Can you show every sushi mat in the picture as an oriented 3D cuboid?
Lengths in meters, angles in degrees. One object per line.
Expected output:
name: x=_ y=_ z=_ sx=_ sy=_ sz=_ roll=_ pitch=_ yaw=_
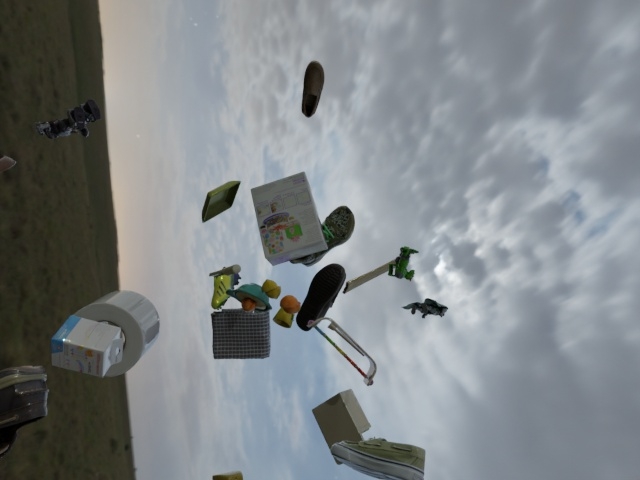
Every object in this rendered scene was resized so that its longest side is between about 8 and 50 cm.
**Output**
sushi mat: x=0.241 y=0.145 z=2.016 sx=0.019 sy=0.316 sz=0.151 roll=59 pitch=-19 yaw=19

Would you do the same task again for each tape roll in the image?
tape roll: x=-0.673 y=0.300 z=1.500 sx=0.169 sy=0.246 sz=0.246 roll=-94 pitch=-178 yaw=-83

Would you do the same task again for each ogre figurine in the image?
ogre figurine: x=0.306 y=0.086 z=1.692 sx=0.197 sy=0.097 sz=0.118 roll=-176 pitch=-76 yaw=-81

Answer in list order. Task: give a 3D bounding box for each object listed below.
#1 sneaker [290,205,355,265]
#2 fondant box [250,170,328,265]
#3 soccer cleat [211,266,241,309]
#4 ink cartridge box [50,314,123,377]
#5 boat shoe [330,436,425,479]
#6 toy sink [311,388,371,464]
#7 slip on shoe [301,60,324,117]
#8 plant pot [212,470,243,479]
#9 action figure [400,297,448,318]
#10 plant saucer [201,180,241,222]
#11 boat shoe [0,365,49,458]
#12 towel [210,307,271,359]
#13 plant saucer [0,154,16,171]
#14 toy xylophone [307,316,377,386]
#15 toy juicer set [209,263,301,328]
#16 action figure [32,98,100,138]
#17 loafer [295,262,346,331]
sneaker: x=0.000 y=0.000 z=2.137 sx=0.158 sy=0.182 sz=0.410 roll=50 pitch=-60 yaw=11
fondant box: x=-0.129 y=-0.090 z=1.839 sx=0.096 sy=0.238 sz=0.330 roll=64 pitch=10 yaw=-63
soccer cleat: x=-0.468 y=0.222 z=2.150 sx=0.093 sy=0.121 sz=0.289 roll=-49 pitch=-170 yaw=26
ink cartridge box: x=-0.561 y=0.260 z=1.116 sx=0.090 sy=0.143 sz=0.092 roll=-81 pitch=-172 yaw=-60
boat shoe: x=0.159 y=0.592 z=1.254 sx=0.302 sy=0.109 sz=0.094 roll=-7 pitch=-136 yaw=43
toy sink: x=0.100 y=0.745 z=1.841 sx=0.153 sy=0.131 sz=0.234 roll=-38 pitch=-115 yaw=18
slip on shoe: x=-0.021 y=-0.369 z=1.124 sx=0.041 sy=0.051 sz=0.135 roll=-90 pitch=-166 yaw=-57
plant pot: x=-0.276 y=0.757 z=1.410 sx=0.083 sy=0.081 sz=0.081 roll=-40 pitch=-126 yaw=43
action figure: x=0.416 y=0.260 z=1.712 sx=0.137 sy=0.232 sz=0.063 roll=-12 pitch=-108 yaw=35
plant saucer: x=-0.459 y=-0.186 z=2.062 sx=0.045 sy=0.188 sz=0.188 roll=43 pitch=-43 yaw=10
boat shoe: x=-0.705 y=0.390 z=0.939 sx=0.355 sy=0.132 sz=0.130 roll=-35 pitch=-112 yaw=15
towel: x=-0.379 y=0.443 z=2.169 sx=0.121 sy=0.283 sz=0.235 roll=-104 pitch=-167 yaw=-80
plant saucer: x=-0.898 y=-0.189 z=1.201 sx=0.168 sy=0.168 sz=0.029 roll=42 pitch=-29 yaw=56
toy xylophone: x=0.088 y=0.395 z=1.691 sx=0.322 sy=0.081 sz=0.236 roll=43 pitch=-9 yaw=13
toy juicer set: x=-0.216 y=0.178 z=1.473 sx=0.089 sy=0.329 sz=0.209 roll=-64 pitch=-173 yaw=-28
action figure: x=-0.934 y=-0.425 z=1.689 sx=0.285 sy=0.185 sz=0.099 roll=-11 pitch=-76 yaw=37
loafer: x=0.009 y=0.262 z=2.178 sx=0.134 sy=0.130 sz=0.366 roll=40 pitch=-74 yaw=23
